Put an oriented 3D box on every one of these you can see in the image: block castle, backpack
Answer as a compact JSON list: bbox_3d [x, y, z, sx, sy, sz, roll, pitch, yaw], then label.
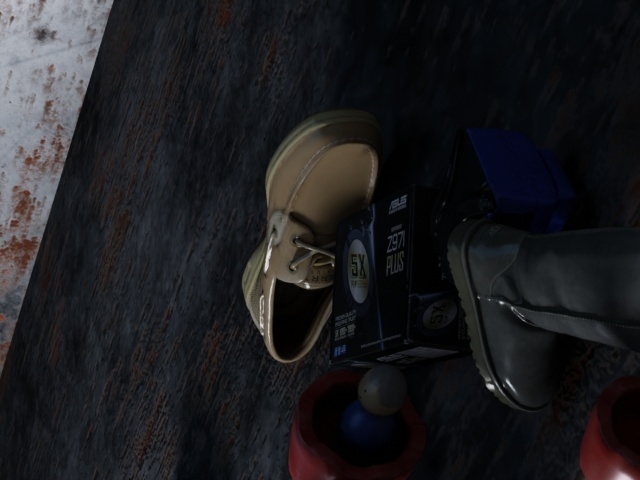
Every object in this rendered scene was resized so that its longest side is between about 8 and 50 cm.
[{"bbox_3d":[0.137,0.284,0.886,0.213,0.303,0.453,110,156,-44],"label":"block castle"},{"bbox_3d":[0.147,-0.017,1.233,0.098,0.101,0.120,-101,24,-45],"label":"backpack"}]

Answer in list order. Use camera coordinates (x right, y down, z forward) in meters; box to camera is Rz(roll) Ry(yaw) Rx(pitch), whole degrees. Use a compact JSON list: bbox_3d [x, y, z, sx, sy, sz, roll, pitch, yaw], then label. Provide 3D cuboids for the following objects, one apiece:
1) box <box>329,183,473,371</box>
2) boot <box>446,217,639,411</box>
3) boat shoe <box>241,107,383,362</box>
[{"bbox_3d":[0.079,0.040,1.415,0.180,0.078,0.147,155,121,-65],"label":"box"},{"bbox_3d":[0.201,0.062,1.105,0.208,0.076,0.189,4,131,45],"label":"boot"},{"bbox_3d":[0.000,0.000,1.594,0.341,0.122,0.110,108,154,-49],"label":"boat shoe"}]
